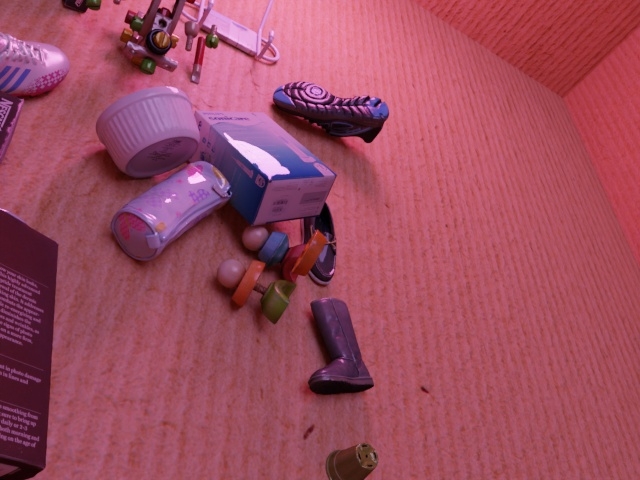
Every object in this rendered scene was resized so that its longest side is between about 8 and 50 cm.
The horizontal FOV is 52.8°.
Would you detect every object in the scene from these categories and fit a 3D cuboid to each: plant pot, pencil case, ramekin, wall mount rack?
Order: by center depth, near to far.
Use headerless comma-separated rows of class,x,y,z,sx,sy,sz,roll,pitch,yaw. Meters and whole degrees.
plant pot,0.066,0.417,1.204,0.083,0.079,0.083,23,42,-22
pencil case,-0.298,-0.064,1.319,0.124,0.113,0.273,26,36,15
ramekin,-0.353,-0.219,1.356,0.207,0.207,0.109,-13,72,-47
wall mount rack,-0.250,-0.705,1.962,0.350,0.130,0.304,22,42,-25

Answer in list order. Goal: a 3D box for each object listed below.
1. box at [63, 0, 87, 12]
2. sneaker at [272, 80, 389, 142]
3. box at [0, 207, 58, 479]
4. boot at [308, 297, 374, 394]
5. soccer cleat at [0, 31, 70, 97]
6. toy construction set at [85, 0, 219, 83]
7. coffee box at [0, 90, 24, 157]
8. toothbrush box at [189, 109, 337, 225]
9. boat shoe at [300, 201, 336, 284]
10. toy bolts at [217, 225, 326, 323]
box,-0.568,-0.743,1.607,0.060,0.270,0.216,12,46,-46
sneaker,0.022,-0.363,1.892,0.341,0.139,0.125,12,54,-7
box,-0.490,0.134,0.893,0.191,0.143,0.381,44,27,-49
boot,0.021,0.216,1.362,0.190,0.076,0.208,17,49,-49
soccer cleat,-0.626,-0.360,1.295,0.116,0.143,0.331,45,38,3
toy construction set,-0.392,-0.484,1.605,0.309,0.257,0.237,28,62,-54
coffee box,-0.638,-0.145,1.097,0.168,0.119,0.297,20,43,-24
toothbrush box,-0.145,-0.176,1.493,0.216,0.126,0.295,-11,46,-46
boat shoe,0.000,0.000,1.554,0.081,0.068,0.227,16,45,-30
toy bolts,-0.101,0.024,1.358,0.158,0.218,0.228,31,21,-4
